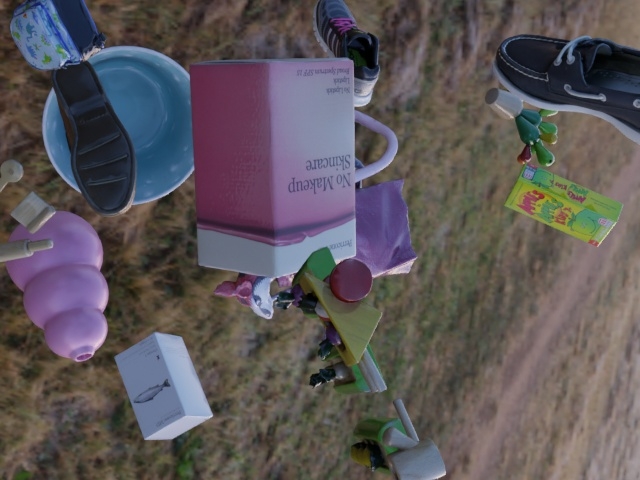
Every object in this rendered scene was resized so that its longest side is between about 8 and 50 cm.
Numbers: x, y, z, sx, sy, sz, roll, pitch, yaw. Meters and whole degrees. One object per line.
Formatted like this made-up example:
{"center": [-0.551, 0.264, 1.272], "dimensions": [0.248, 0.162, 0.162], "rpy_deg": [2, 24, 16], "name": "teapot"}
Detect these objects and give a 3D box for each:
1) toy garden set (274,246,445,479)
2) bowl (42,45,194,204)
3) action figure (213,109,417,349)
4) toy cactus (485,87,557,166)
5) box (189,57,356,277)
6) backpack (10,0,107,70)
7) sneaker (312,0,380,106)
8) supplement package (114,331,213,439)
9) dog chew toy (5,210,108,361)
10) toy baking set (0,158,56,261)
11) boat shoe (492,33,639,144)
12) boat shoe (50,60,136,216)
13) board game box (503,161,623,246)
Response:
{"center": [0.029, 0.125, 0.682], "dimensions": [0.204, 0.049, 0.244], "rpy_deg": [127, -59, -77], "name": "toy garden set"}
{"center": [-0.389, -0.241, 1.867], "dimensions": [0.163, 0.312, 0.311], "rpy_deg": [-129, -147, -62], "name": "bowl"}
{"center": [0.000, 0.000, 1.390], "dimensions": [0.370, 0.248, 0.275], "rpy_deg": [-26, 135, -47], "name": "action figure"}
{"center": [0.373, -0.236, 1.783], "dimensions": [0.181, 0.112, 0.218], "rpy_deg": [22, 56, -36], "name": "toy cactus"}
{"center": [-0.051, -0.088, 1.073], "dimensions": [0.149, 0.127, 0.232], "rpy_deg": [-15, 107, -49], "name": "box"}
{"center": [-0.360, -0.279, 1.265], "dimensions": [0.084, 0.114, 0.105], "rpy_deg": [-41, 116, -35], "name": "backpack"}
{"center": [0.041, -0.268, 1.273], "dimensions": [0.063, 0.075, 0.170], "rpy_deg": [-5, 66, -27], "name": "sneaker"}
{"center": [-0.304, 0.283, 1.840], "dimensions": [0.179, 0.105, 0.105], "rpy_deg": [64, 15, 20], "name": "supplement package"}
{"center": [-0.551, 0.103, 2.033], "dimensions": [0.207, 0.207, 0.331], "rpy_deg": [35, 30, -63], "name": "dog chew toy"}
{"center": [-0.548, -0.050, 1.522], "dimensions": [0.030, 0.256, 0.196], "rpy_deg": [-68, 141, -65], "name": "toy baking set"}
{"center": [0.349, -0.209, 1.184], "dimensions": [0.114, 0.303, 0.091], "rpy_deg": [-50, 147, -24], "name": "boat shoe"}
{"center": [-0.386, -0.170, 1.660], "dimensions": [0.104, 0.111, 0.307], "rpy_deg": [101, -27, -69], "name": "boat shoe"}
{"center": [0.423, -0.063, 1.662], "dimensions": [0.092, 0.181, 0.043], "rpy_deg": [102, 14, -62], "name": "board game box"}
